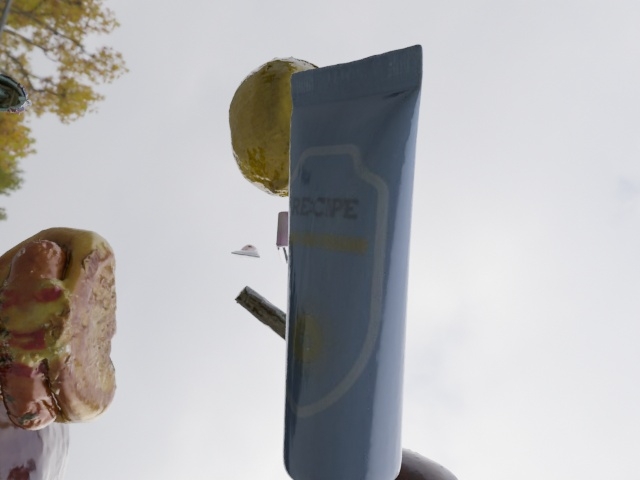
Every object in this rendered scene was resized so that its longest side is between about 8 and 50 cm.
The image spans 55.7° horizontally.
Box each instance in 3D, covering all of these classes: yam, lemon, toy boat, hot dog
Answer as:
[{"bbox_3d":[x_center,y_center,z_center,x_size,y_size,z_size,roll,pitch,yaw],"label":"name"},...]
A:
[{"bbox_3d":[-0.075,0.198,1.369,0.274,0.061,0.061,38,-72,1],"label":"yam"},{"bbox_3d":[-0.053,-0.185,0.996,0.204,0.204,0.260,-19,-121,39],"label":"lemon"},{"bbox_3d":[-0.297,-0.136,0.546,0.083,0.038,0.038,17,-93,8],"label":"toy boat"},{"bbox_3d":[-0.345,0.110,0.757,0.150,0.153,0.257,0,-90,20],"label":"hot dog"}]

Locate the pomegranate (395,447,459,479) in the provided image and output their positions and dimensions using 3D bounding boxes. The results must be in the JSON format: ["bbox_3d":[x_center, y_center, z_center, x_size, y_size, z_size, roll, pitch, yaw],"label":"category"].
[{"bbox_3d":[0.140,0.527,1.107,0.290,0.323,0.291,-4,-119,7],"label":"pomegranate"}]

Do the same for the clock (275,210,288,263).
[{"bbox_3d":[0.000,0.000,1.089,0.150,0.197,0.063,1,-101,0],"label":"clock"}]

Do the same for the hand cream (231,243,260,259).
[{"bbox_3d":[-0.162,0.028,1.332,0.052,0.216,0.038,-21,-89,-5],"label":"hand cream"}]

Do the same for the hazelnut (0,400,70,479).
[{"bbox_3d":[-0.610,0.389,1.016,0.352,0.421,0.421,-26,-130,-8],"label":"hazelnut"}]

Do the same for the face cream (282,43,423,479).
[{"bbox_3d":[0.017,0.066,0.438,0.135,0.086,0.386,6,-83,51],"label":"face cream"}]
